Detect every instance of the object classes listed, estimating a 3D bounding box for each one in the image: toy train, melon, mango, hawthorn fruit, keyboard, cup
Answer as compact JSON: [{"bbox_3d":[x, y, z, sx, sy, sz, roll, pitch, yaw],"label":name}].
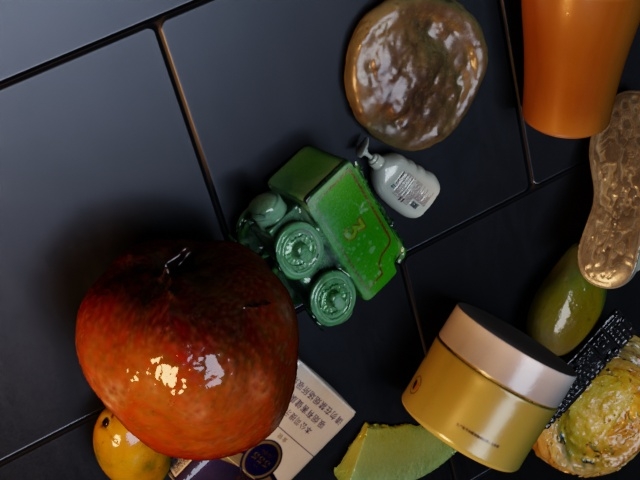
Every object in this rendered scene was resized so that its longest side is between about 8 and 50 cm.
[{"bbox_3d":[0.000,0.000,1.712,0.188,0.132,0.243,-43,126,-16],"label":"toy train"},{"bbox_3d":[0.138,0.342,2.013,0.261,0.053,0.114,-6,97,-32],"label":"melon"},{"bbox_3d":[0.411,0.098,2.017,0.130,0.092,0.195,11,98,-31],"label":"mango"},{"bbox_3d":[-0.166,0.165,1.617,0.284,0.285,0.369,-25,139,-17],"label":"hawthorn fruit"},{"bbox_3d":[0.431,0.216,2.011,0.231,0.023,0.072,-47,121,-1],"label":"keyboard"},{"bbox_3d":[-0.264,0.293,1.722,0.111,0.089,0.163,-16,127,-23],"label":"mango"},{"bbox_3d":[0.382,-0.300,1.778,0.226,0.182,0.264,-40,141,-47],"label":"cup"}]

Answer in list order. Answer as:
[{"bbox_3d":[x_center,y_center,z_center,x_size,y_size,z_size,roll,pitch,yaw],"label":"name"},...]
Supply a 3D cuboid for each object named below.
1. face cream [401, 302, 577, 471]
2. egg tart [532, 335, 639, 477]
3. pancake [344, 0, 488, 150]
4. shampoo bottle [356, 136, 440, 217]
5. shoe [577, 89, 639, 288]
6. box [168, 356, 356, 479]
[{"bbox_3d":[0.262,0.229,1.908,0.218,0.218,0.179,24,100,-36],"label":"face cream"},{"bbox_3d":[0.479,0.279,2.131,0.290,0.107,0.291,-9,115,-20],"label":"egg tart"},{"bbox_3d":[0.144,-0.240,1.724,0.241,0.050,0.242,-13,119,-25],"label":"pancake"},{"bbox_3d":[0.104,-0.094,1.773,0.152,0.045,0.077,33,96,-38],"label":"shampoo bottle"},{"bbox_3d":[0.500,-0.073,1.964,0.159,0.124,0.316,16,87,-59],"label":"shoe"},{"bbox_3d":[-0.089,0.298,1.832,0.259,0.071,0.168,-47,127,-4],"label":"box"}]
